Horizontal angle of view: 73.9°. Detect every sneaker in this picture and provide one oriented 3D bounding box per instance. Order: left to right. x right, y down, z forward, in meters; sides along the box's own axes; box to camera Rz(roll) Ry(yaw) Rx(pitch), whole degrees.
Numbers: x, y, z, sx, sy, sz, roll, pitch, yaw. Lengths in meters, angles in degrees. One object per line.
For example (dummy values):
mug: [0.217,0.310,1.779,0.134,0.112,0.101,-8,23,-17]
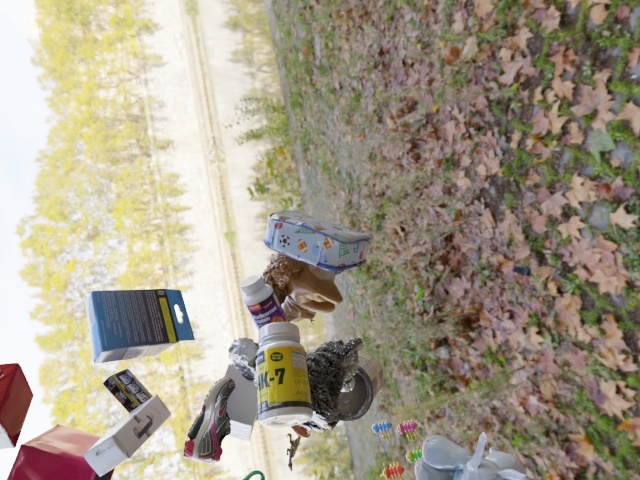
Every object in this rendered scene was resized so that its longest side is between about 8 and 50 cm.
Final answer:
sneaker: [-0.325,0.562,1.337,0.299,0.111,0.121,-74,1,-61]

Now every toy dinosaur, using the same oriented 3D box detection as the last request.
toy dinosaur: [-0.093,0.742,1.553,0.183,0.053,0.093,-53,-38,-57]

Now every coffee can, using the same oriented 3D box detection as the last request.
coffee can: [0.121,0.534,1.598,0.275,0.201,0.202,18,-121,-72]

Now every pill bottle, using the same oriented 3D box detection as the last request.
pill bottle: [-0.193,0.214,1.420,0.194,0.108,0.108,66,170,-16]
pill bottle: [-0.087,0.301,0.965,0.119,0.119,0.209,100,164,-54]

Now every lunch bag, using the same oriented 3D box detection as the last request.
lunch bag: [0.000,0.000,1.274,0.303,0.243,0.115,22,104,27]

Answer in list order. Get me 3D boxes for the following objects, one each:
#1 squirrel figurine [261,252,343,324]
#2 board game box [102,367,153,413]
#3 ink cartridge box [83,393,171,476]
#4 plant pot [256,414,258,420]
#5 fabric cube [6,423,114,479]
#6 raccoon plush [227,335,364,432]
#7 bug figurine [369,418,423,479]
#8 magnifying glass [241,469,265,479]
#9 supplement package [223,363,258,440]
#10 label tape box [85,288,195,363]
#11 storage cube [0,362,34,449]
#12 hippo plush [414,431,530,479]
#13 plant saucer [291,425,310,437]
squirrel figurine: [-0.122,0.228,1.951,0.370,0.396,0.281,-54,28,41]
board game box: [-0.730,0.579,1.630,0.170,0.048,0.141,45,175,5]
ink cartridge box: [-0.608,0.614,1.354,0.092,0.158,0.218,54,-160,0]
plant pot: [-0.247,0.653,2.013,0.247,0.252,0.248,58,-171,5]
fabric cube: [-0.877,0.815,1.449,0.254,0.258,0.259,125,164,-80]
raccoon plush: [-0.026,0.326,1.208,0.299,0.216,0.447,-61,-40,-37]
bug figurine: [0.330,0.867,1.803,0.279,0.216,0.072,-104,-8,-49]
magnifying glass: [-0.292,0.881,1.498,0.026,0.230,0.092,13,98,43]
supplement package: [-0.297,0.596,1.562,0.203,0.149,0.194,104,180,-50]
label tape box: [-0.693,0.318,1.644,0.115,0.347,0.249,-47,56,32]
storage cube: [-1.051,0.525,1.331,0.193,0.183,0.215,-109,22,-50]
hippo plush: [0.403,0.594,1.092,0.234,0.236,0.294,41,112,45]
plant saucer: [-0.073,0.671,1.509,0.013,0.083,0.083,-59,18,0]
